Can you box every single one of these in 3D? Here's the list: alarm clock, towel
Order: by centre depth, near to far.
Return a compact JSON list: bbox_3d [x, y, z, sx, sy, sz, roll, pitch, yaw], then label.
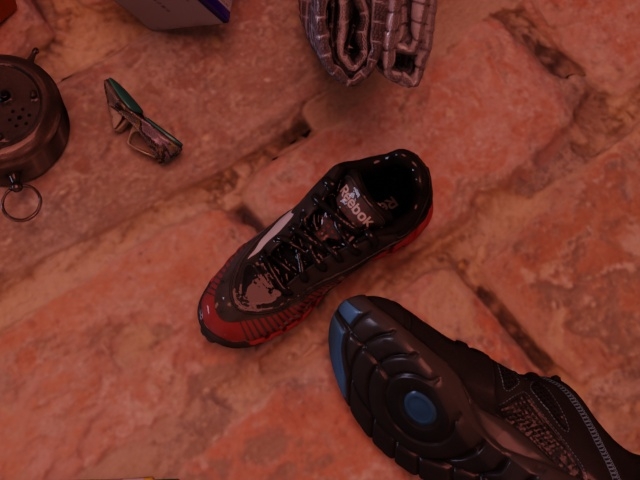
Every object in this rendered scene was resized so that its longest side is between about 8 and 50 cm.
[{"bbox_3d":[0.043,-0.305,0.820,0.121,0.235,0.283,3,110,-5],"label":"towel"},{"bbox_3d":[-0.317,-0.107,0.862,0.129,0.064,0.192,-17,75,-12],"label":"alarm clock"}]

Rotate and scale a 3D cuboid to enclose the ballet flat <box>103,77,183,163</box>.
[{"bbox_3d":[-0.194,-0.121,0.892,0.114,0.041,0.041,43,71,11],"label":"ballet flat"}]

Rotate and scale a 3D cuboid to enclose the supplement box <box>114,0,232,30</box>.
[{"bbox_3d":[-0.150,-0.349,0.907,0.114,0.111,0.220,3,75,29],"label":"supplement box"}]

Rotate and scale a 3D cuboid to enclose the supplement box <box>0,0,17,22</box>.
[{"bbox_3d":[-0.442,-0.304,0.913,0.233,0.080,0.078,32,67,8],"label":"supplement box"}]

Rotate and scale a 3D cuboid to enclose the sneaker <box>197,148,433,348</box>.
[{"bbox_3d":[0.000,0.000,0.815,0.276,0.135,0.097,-34,78,-15],"label":"sneaker"}]

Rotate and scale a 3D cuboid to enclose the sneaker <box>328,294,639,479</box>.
[{"bbox_3d":[0.154,0.166,0.797,0.341,0.125,0.140,41,44,12],"label":"sneaker"}]

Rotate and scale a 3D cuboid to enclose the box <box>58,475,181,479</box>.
[{"bbox_3d":[-0.208,0.261,0.744,0.179,0.043,0.105,-1,69,-4],"label":"box"}]
